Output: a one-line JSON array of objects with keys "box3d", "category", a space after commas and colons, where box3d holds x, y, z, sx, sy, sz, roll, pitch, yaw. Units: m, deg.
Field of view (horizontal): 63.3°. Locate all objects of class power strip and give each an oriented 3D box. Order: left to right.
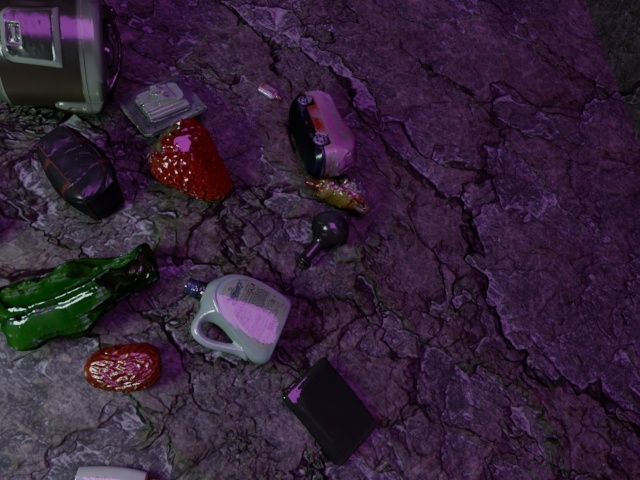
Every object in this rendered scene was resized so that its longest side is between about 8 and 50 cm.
[{"box3d": [-0.469, -0.414, 1.528, 0.213, 0.064, 0.198, -33, 63, -25], "category": "power strip"}]

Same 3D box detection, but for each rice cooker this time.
[{"box3d": [-0.703, -0.512, 1.386, 0.325, 0.335, 0.335, -2, 71, -19], "category": "rice cooker"}]

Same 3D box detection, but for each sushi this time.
[{"box3d": [0.060, -0.154, 1.601, 0.226, 0.097, 0.103, 22, 65, -7], "category": "sushi"}]

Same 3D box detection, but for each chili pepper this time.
[{"box3d": [-0.572, 0.136, 1.258, 0.385, 0.213, 0.167, -24, 120, -20], "category": "chili pepper"}]

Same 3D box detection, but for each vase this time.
[{"box3d": [0.000, 0.000, 1.524, 0.120, 0.120, 0.183, 42, 79, 2], "category": "vase"}]

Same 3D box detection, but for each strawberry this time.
[{"box3d": [-0.357, -0.210, 1.470, 0.244, 0.205, 0.205, 45, 62, -23], "category": "strawberry"}]

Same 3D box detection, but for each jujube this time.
[{"box3d": [-0.477, 0.309, 1.261, 0.176, 0.109, 0.112, -4, 35, -10], "category": "jujube"}]

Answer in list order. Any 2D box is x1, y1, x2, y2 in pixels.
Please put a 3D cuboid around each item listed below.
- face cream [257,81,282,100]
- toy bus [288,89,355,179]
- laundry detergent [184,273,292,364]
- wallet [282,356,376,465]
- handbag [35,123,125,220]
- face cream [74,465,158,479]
[{"box3d": [-0.164, -0.485, 1.702, 0.083, 0.021, 0.040, 32, 65, -4], "category": "face cream"}, {"box3d": [0.003, -0.327, 1.594, 0.147, 0.127, 0.303, -10, 55, -18], "category": "toy bus"}, {"box3d": [-0.235, 0.191, 1.374, 0.280, 0.105, 0.215, 25, 67, -9], "category": "laundry detergent"}, {"box3d": [0.025, 0.455, 1.387, 0.168, 0.052, 0.245, -38, 89, -26], "category": "wallet"}, {"box3d": [-0.622, -0.171, 1.360, 0.155, 0.169, 0.215, -39, 82, -23], "category": "handbag"}, {"box3d": [-0.467, 0.559, 1.192, 0.182, 0.051, 0.072, 13, 65, -11], "category": "face cream"}]
